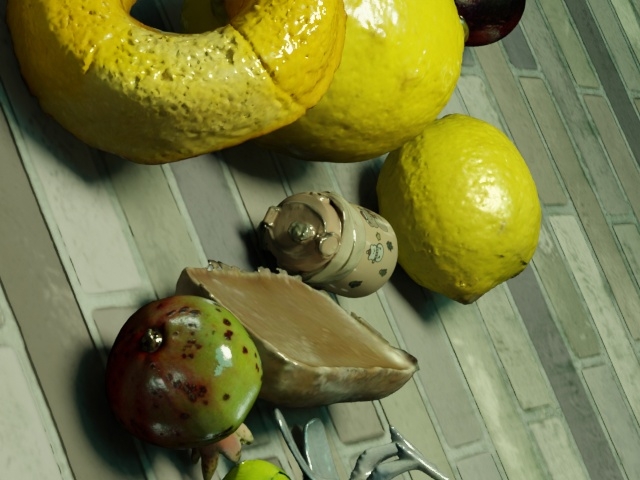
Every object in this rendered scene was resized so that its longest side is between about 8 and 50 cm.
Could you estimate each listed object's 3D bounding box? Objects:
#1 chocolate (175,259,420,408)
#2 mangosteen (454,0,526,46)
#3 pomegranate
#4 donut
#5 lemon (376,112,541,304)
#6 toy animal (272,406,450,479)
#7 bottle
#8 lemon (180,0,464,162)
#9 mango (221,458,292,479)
[{"bbox_3d":[-0.034,0.098,1.759,0.161,0.083,0.261,41,15,26],"label":"chocolate"},{"bbox_3d":[0.175,-0.295,2.426,0.152,0.152,0.152,40,35,-36],"label":"mangosteen"},{"bbox_3d":[-0.112,0.118,1.604,0.159,0.129,0.129,99,-12,-53],"label":"pomegranate"},{"bbox_3d":[-0.118,-0.213,1.704,0.303,0.110,0.302,4,66,-8],"label":"donut"},{"bbox_3d":[0.147,-0.036,2.104,0.180,0.180,0.193,36,18,-39],"label":"lemon"},{"bbox_3d":[0.036,0.251,1.709,0.255,0.176,0.239,34,4,-12],"label":"toy animal"},{"bbox_3d":[0.001,-0.001,1.900,0.152,0.099,0.099,19,49,-57],"label":"bottle"},{"bbox_3d":[0.004,-0.198,1.922,0.284,0.260,0.260,-3,64,-28],"label":"lemon"},{"bbox_3d":[-0.048,0.262,1.618,0.091,0.074,0.165,-1,80,-46],"label":"mango"}]
